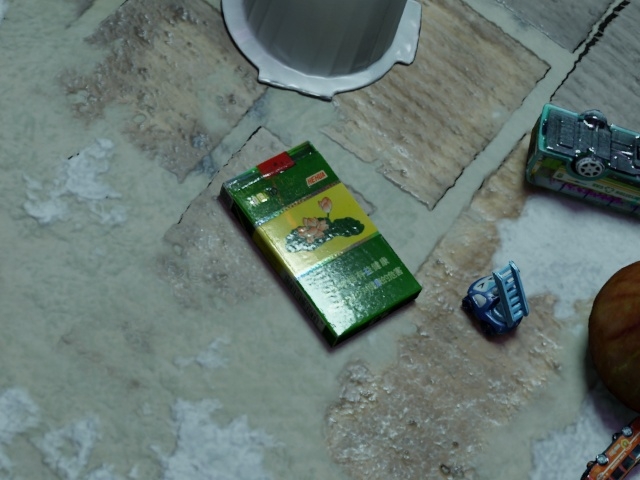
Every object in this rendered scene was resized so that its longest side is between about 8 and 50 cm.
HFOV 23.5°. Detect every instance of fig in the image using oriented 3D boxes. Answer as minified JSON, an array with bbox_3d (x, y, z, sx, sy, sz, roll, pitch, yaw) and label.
[{"bbox_3d":[0.409,0.102,1.775,0.205,0.205,0.205,6,61,-11],"label":"fig"}]

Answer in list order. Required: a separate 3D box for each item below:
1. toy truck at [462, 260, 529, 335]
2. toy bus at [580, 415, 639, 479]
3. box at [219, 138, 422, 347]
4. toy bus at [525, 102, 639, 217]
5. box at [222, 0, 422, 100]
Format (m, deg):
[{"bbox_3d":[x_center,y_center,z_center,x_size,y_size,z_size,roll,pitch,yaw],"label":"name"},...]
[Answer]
[{"bbox_3d":[0.211,0.064,1.800,0.056,0.090,0.073,-30,73,-27],"label":"toy truck"},{"bbox_3d":[0.342,0.250,1.767,0.043,0.031,0.110,45,62,9],"label":"toy bus"},{"bbox_3d":[0.000,0.000,1.813,0.132,0.034,0.235,-30,73,-26],"label":"box"},{"bbox_3d":[0.382,-0.087,1.917,0.262,0.109,0.091,18,57,-7],"label":"toy bus"},{"bbox_3d":[0.012,-0.357,1.913,0.262,0.206,0.291,-25,73,-25],"label":"box"}]
